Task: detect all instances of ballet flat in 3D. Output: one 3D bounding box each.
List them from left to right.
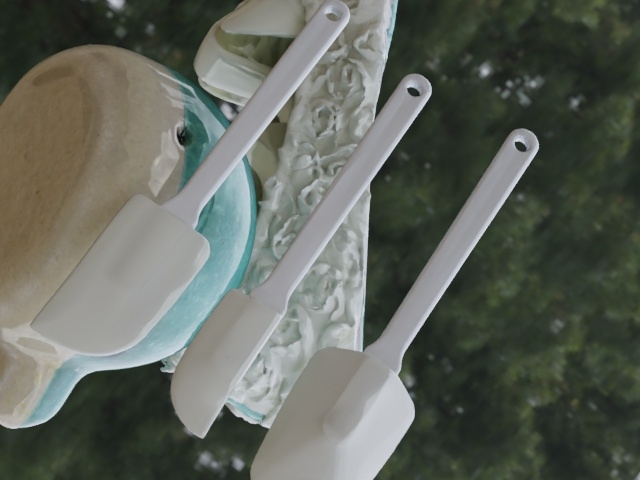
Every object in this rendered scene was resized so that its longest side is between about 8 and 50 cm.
[{"bbox_3d":[-0.024,-0.075,0.896,0.147,0.147,0.409,-29,-136,43],"label":"ballet flat"}]

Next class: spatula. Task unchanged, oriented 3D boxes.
[{"bbox_3d":[0.000,0.000,0.665,0.242,0.168,0.019,-54,176,-28],"label":"spatula"}]

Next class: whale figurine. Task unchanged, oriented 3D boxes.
[{"bbox_3d":[-0.143,0.013,0.775,0.272,0.141,0.216,-35,-134,37],"label":"whale figurine"}]
